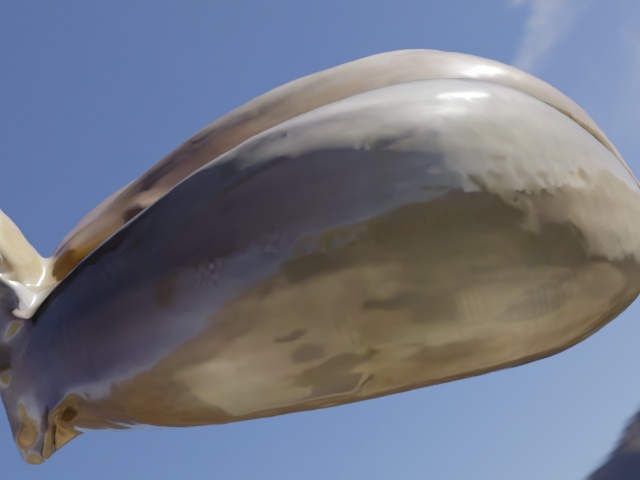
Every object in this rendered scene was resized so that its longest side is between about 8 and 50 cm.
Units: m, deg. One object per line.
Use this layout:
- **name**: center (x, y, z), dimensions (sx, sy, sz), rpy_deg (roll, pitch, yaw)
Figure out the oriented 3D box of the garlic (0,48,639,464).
- **garlic**: center (0.000, 0.001, 0.707), dimensions (0.325, 0.132, 0.279), rpy_deg (-17, 12, -6)
